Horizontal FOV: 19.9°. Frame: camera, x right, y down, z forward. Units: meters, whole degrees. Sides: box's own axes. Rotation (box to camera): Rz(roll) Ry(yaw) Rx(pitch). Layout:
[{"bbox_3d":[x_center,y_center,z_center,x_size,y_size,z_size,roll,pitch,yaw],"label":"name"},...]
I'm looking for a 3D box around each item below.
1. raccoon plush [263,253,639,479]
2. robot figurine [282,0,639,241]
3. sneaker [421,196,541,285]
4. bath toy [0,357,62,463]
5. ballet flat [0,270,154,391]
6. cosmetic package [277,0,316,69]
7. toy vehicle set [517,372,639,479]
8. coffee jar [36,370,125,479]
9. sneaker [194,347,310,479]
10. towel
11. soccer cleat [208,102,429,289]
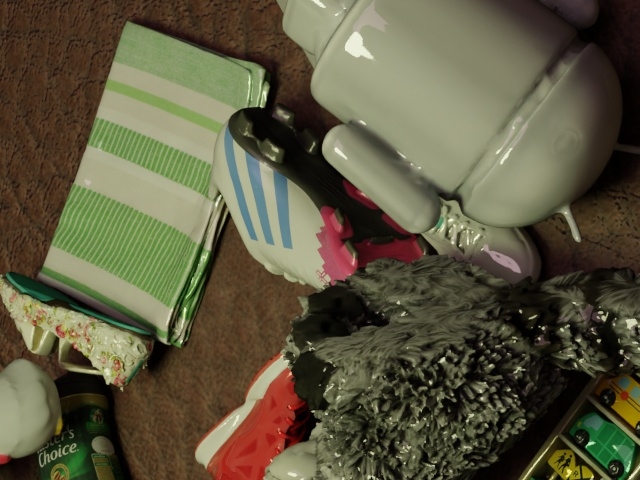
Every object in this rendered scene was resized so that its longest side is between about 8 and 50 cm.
[{"bbox_3d":[0.151,0.195,1.643,0.446,0.216,0.299,3,119,29],"label":"raccoon plush"},{"bbox_3d":[0.133,-0.150,1.694,0.353,0.200,0.300,38,76,5],"label":"robot figurine"},{"bbox_3d":[0.122,-0.018,1.785,0.212,0.094,0.080,43,106,34],"label":"sneaker"},{"bbox_3d":[-0.412,0.240,2.056,0.348,0.129,0.151,-35,62,49],"label":"bath toy"},{"bbox_3d":[-0.287,0.102,2.045,0.241,0.091,0.077,21,91,39],"label":"ballet flat"},{"bbox_3d":[0.022,-0.277,1.907,0.127,0.107,0.238,-39,58,24],"label":"cosmetic package"},{"bbox_3d":[0.315,0.239,1.628,0.267,0.035,0.166,43,107,34],"label":"toy vehicle set"},{"bbox_3d":[-0.273,0.242,2.045,0.096,0.079,0.184,-31,64,29],"label":"coffee jar"},{"bbox_3d":[-0.027,0.202,1.878,0.128,0.087,0.221,54,126,22],"label":"sneaker"},{"bbox_3d":[-0.191,-0.069,2.068,0.248,0.038,0.325,22,95,38],"label":"towel"},{"bbox_3d":[0.000,0.000,1.881,0.331,0.116,0.143,49,133,30],"label":"soccer cleat"}]
